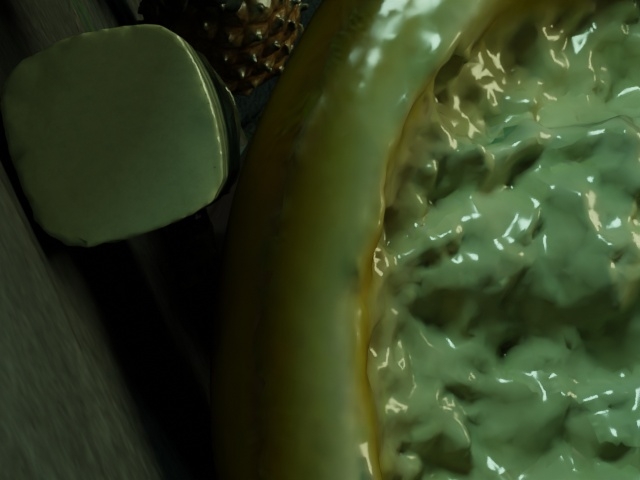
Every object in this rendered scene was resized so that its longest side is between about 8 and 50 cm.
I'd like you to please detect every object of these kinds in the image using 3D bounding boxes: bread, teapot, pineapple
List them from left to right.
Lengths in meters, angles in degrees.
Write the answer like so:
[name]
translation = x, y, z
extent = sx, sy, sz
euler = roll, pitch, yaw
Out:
[teapot]
translation = -0.068, -0.029, 0.589
extent = 0.200, 0.077, 0.107
euler = -99, 170, -85
[pineapple]
translation = -0.110, -0.239, 1.144
extent = 0.364, 0.166, 0.165
euler = 54, 11, -72
[bread]
translation = 0.125, 0.041, 0.621
extent = 0.245, 0.329, 0.423
euler = 63, 32, -81

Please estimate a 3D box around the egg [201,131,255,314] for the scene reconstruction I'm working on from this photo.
[egg]
translation = 0.011, 0.015, 0.862
extent = 0.206, 0.162, 0.271
euler = 57, -8, 2
